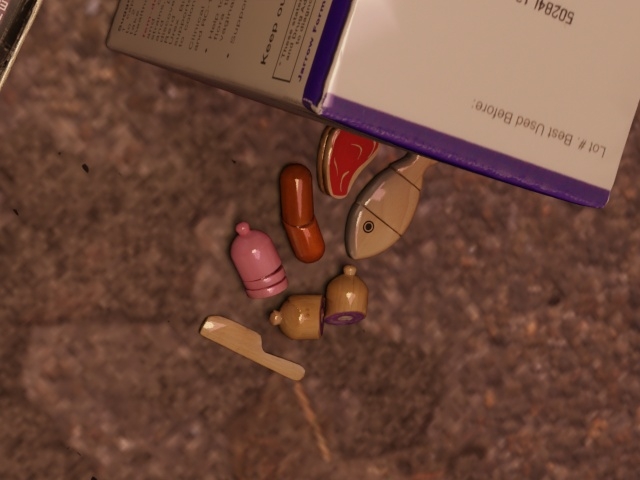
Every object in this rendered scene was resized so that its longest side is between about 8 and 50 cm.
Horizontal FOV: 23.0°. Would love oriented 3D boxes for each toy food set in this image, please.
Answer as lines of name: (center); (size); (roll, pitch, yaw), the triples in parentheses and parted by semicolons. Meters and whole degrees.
toy food set: (0.000, 0.000, 0.694); (0.078, 0.019, 0.122); (28, 89, -26)

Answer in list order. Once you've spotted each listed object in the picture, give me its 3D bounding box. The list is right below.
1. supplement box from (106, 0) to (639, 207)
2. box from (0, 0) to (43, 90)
supplement box: (0.017, -0.094, 0.570); (0.111, 0.220, 0.114); (17, 93, -27)
box: (-0.196, -0.101, 0.513); (0.180, 0.147, 0.077); (27, 89, -27)
